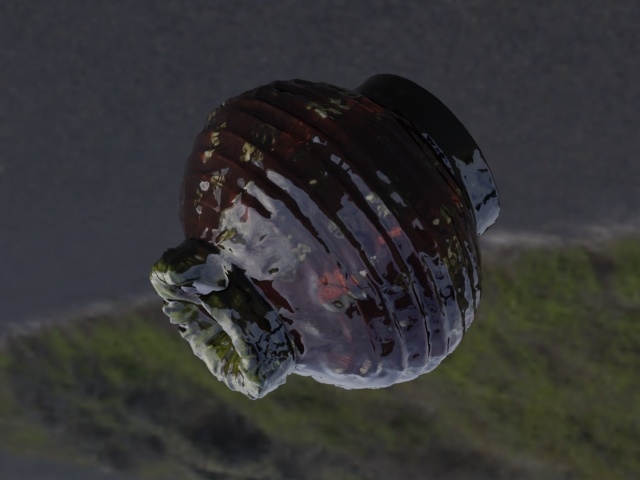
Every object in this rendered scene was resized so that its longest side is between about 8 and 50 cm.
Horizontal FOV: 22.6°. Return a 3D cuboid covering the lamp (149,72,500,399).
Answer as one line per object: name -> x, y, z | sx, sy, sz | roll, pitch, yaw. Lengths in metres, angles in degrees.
lamp -> 0.000, 0.000, 1.105 | 0.247, 0.247, 0.247 | 10, 171, 2
